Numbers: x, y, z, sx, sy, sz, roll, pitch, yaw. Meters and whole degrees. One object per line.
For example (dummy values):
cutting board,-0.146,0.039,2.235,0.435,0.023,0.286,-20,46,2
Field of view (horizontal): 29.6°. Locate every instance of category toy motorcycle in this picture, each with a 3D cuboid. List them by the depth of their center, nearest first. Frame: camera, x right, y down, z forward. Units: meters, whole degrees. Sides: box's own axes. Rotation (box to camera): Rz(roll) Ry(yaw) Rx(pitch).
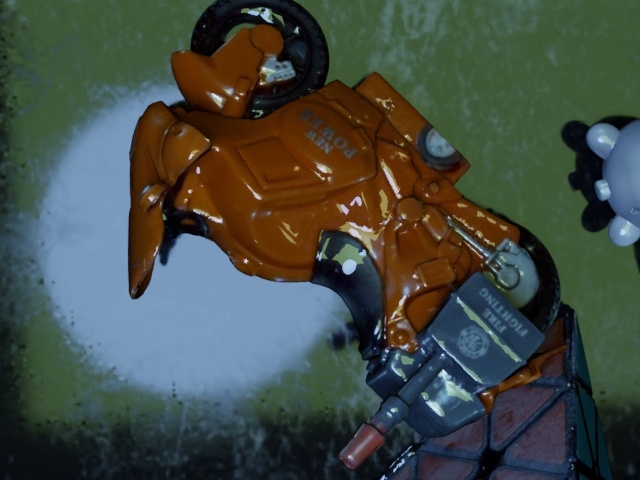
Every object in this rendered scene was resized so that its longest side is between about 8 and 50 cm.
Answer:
toy motorcycle,0.000,0.000,0.777,0.326,0.148,0.221,44,71,2

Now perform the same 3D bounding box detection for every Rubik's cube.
Rubik's cube,0.144,0.198,0.852,0.190,0.211,0.178,-24,121,33

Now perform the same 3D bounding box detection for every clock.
clock,0.252,-0.010,0.808,0.117,0.080,0.176,-20,97,3
